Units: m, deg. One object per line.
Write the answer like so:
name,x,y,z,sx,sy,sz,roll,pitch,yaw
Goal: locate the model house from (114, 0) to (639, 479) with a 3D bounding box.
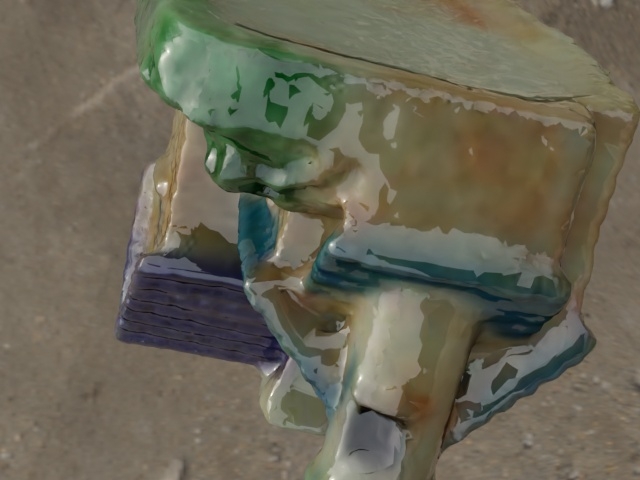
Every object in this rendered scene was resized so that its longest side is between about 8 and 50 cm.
model house,0.000,0.000,0.757,0.245,0.312,0.280,10,113,-12
